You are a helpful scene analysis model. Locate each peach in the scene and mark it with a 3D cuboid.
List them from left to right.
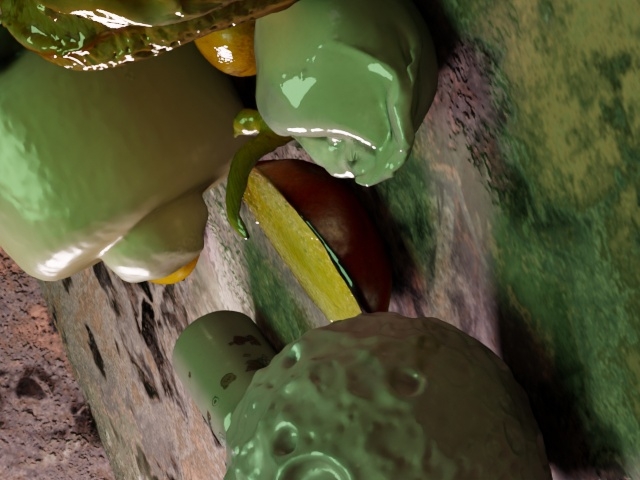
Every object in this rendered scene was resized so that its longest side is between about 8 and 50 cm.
[{"bbox_3d":[0.004,-0.001,1.699,0.279,0.068,0.189,49,162,46],"label":"peach"}]

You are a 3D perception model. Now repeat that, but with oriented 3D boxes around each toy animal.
[{"bbox_3d":[-0.027,-0.091,1.616,0.155,0.095,0.219,145,142,-73],"label":"toy animal"}]

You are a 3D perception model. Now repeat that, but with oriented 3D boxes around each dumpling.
[{"bbox_3d":[0.013,-0.131,1.406,0.250,0.132,0.162,-126,26,-43],"label":"dumpling"}]

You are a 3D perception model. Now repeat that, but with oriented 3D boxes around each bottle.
[{"bbox_3d":[-0.074,0.182,2.076,0.233,0.110,0.110,50,155,46],"label":"bottle"}]

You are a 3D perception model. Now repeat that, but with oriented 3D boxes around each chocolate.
[{"bbox_3d":[-0.215,-0.110,1.895,0.297,0.326,0.314,50,138,-8],"label":"chocolate"}]

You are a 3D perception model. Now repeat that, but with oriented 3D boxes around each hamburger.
[{"bbox_3d":[-0.104,-0.263,1.351,0.170,0.314,0.290,69,-176,-51],"label":"hamburger"}]

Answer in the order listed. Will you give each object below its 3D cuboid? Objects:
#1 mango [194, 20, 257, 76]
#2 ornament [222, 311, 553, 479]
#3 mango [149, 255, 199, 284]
[{"bbox_3d":[-0.072,-0.202,1.644,0.165,0.089,0.115,91,-167,-55],"label":"mango"},{"bbox_3d":[0.047,0.181,1.433,0.225,0.259,0.259,-6,-109,-63],"label":"ornament"},{"bbox_3d":[-0.216,-0.055,2.254,0.147,0.109,0.227,14,-127,-81],"label":"mango"}]
